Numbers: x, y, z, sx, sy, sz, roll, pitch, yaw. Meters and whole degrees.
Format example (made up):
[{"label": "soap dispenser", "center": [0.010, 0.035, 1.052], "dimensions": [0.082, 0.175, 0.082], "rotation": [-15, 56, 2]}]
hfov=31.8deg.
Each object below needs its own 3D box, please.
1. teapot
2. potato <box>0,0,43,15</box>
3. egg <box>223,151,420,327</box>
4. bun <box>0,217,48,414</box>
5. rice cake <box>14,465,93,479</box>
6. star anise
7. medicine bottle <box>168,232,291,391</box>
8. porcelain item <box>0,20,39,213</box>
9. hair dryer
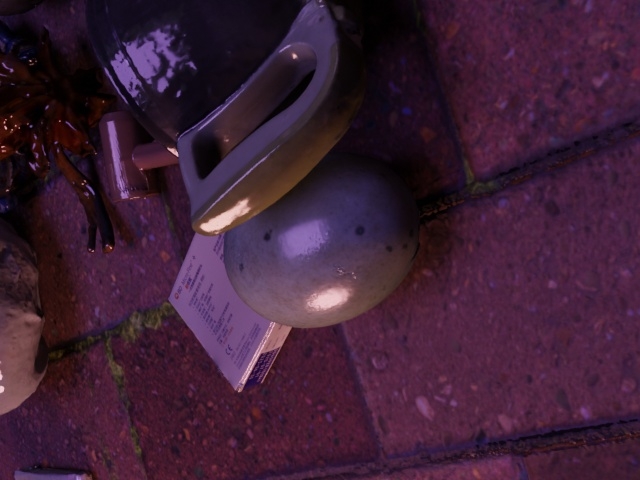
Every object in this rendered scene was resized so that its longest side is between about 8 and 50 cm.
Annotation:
[{"label": "teapot", "center": [-0.081, -0.197, 1.081], "dimensions": [0.239, 0.321, 0.239], "rotation": [-32, 110, 25]}, {"label": "potato", "center": [-0.396, -0.402, 1.468], "dimensions": [0.165, 0.165, 0.262], "rotation": [53, 139, 24]}, {"label": "egg", "center": [0.000, 0.000, 1.124], "dimensions": [0.236, 0.169, 0.169], "rotation": [-19, 86, 46]}, {"label": "bun", "center": [-0.532, 0.109, 1.713], "dimensions": [0.354, 0.194, 0.354], "rotation": [14, 110, 43]}, {"label": "rice cake", "center": [-0.411, 0.416, 1.781], "dimensions": [0.211, 0.038, 0.124], "rotation": [-17, 87, 48]}, {"label": "star anise", "center": [-0.370, -0.132, 1.482], "dimensions": [0.346, 0.237, 0.148], "rotation": [55, 151, -10]}, {"label": "medicine bottle", "center": [-0.099, 0.053, 1.334], "dimensions": [0.171, 0.052, 0.201], "rotation": [49, 132, 27]}, {"label": "porcelain item", "center": [-0.473, -0.176, 1.638], "dimensions": [0.186, 0.138, 0.288], "rotation": [23, 113, 23]}, {"label": "hair dryer", "center": [-0.201, -0.113, 1.404], "dimensions": [0.182, 0.064, 0.117], "rotation": [-6, 94, 40]}]
